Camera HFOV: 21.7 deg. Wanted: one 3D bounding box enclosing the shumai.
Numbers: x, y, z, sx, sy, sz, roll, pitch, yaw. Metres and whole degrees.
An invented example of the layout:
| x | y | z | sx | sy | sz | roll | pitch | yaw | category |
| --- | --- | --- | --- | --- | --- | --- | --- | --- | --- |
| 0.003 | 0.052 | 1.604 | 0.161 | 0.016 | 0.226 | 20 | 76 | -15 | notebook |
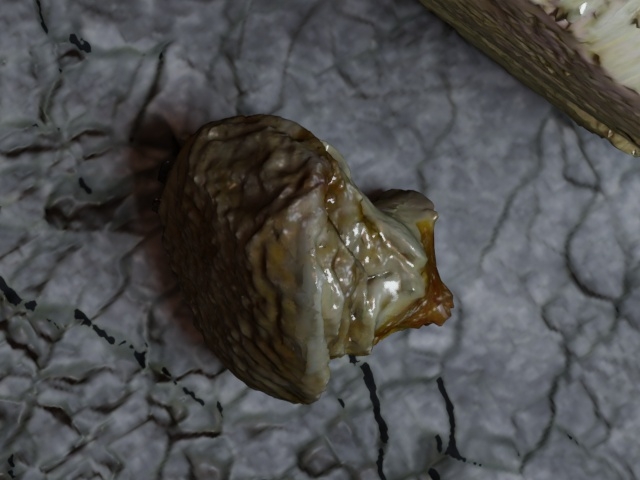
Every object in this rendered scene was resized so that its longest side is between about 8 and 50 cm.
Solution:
| x | y | z | sx | sy | sz | roll | pitch | yaw | category |
| --- | --- | --- | --- | --- | --- | --- | --- | --- | --- |
| 0.000 | 0.003 | 0.769 | 0.116 | 0.145 | 0.145 | -21 | 92 | -25 | shumai |

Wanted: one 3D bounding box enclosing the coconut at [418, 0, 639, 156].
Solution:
| x | y | z | sx | sy | sz | roll | pitch | yaw | category |
| --- | --- | --- | --- | --- | --- | --- | --- | --- | --- |
| 0.170 | -0.203 | 0.680 | 0.297 | 0.297 | 0.309 | 36 | 92 | -1 | coconut |
